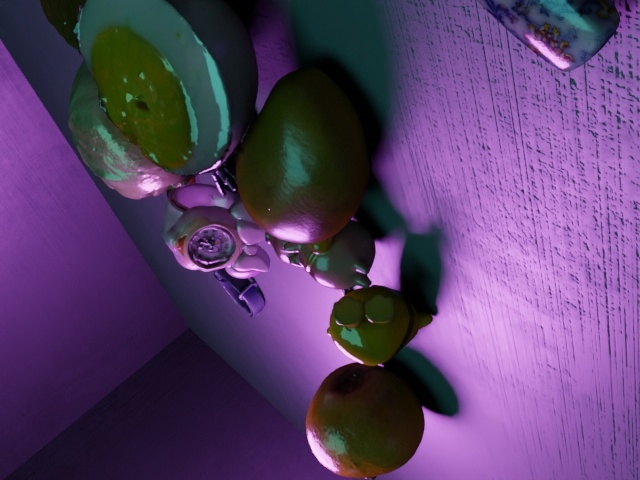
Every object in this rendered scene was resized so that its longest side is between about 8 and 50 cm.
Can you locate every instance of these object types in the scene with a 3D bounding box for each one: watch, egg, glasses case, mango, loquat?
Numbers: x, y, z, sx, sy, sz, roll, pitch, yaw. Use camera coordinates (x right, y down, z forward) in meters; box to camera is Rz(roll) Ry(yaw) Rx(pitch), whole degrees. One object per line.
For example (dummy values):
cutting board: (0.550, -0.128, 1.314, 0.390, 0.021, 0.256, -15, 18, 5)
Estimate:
watch: (-0.246, 0.147, 2.345, 0.193, 0.068, 0.206, 47, 165, -1)
egg: (-0.208, -0.281, 1.212, 0.337, 0.201, 0.336, 25, 136, 27)
glasses case: (0.152, -0.251, 0.655, 0.248, 0.065, 0.087, 48, 164, 4)
watch: (-0.239, -0.048, 1.778, 0.217, 0.249, 0.210, -113, 32, -54)
mango: (-0.024, -0.120, 1.165, 0.211, 0.173, 0.317, 46, 150, 17)
loquat: (0.100, 0.419, 1.752, 0.275, 0.275, 0.274, 43, 160, 20)

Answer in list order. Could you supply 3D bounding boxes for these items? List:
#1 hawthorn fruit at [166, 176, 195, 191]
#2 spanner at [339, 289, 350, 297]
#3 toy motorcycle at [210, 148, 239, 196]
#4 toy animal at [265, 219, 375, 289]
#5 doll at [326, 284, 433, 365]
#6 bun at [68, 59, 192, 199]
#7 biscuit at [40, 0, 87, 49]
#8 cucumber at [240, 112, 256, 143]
hawthorn fruit: (-0.374, -0.164, 2.021, 0.093, 0.093, 0.093, 43, 160, 20)
spanner: (0.059, 0.124, 1.658, 0.093, 0.026, 0.325, 28, 153, 50)
toy motorcycle: (-0.236, -0.214, 1.575, 0.307, 0.108, 0.173, 56, 170, -21)
toy animal: (0.001, -0.002, 1.369, 0.248, 0.149, 0.165, 47, 148, 33)
doll: (0.112, 0.165, 1.430, 0.363, 0.200, 0.145, 52, -144, -72)
bun: (-0.432, -0.240, 1.662, 0.364, 0.202, 0.364, 156, 90, -88)
biscuit: (-0.496, -0.531, 1.517, 0.351, 0.057, 0.311, 22, 127, 52)
cucumber: (-0.156, -0.257, 1.392, 0.044, 0.043, 0.256, 25, 149, 42)
